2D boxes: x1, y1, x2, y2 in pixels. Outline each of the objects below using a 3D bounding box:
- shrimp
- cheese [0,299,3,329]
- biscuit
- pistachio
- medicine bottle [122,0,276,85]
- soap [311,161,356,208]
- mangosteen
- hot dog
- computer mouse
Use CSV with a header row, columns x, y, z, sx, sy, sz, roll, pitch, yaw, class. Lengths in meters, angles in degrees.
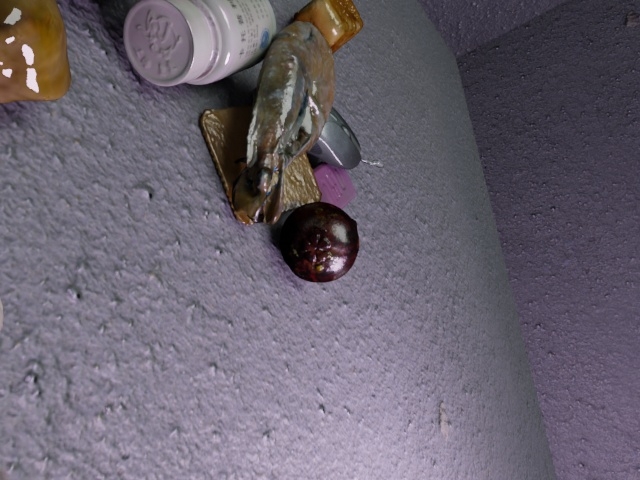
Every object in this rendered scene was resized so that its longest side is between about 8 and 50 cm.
x,y,z,sx,sy,sz,roll,pitch,yaw,class
-0.065,-0.233,1.025,0.221,0.110,0.445,48,54,-51,shrimp
-0.364,0.098,0.406,0.189,0.154,0.197,30,48,-40,cheese
-0.112,-0.163,1.041,0.232,0.013,0.236,-21,91,-41,biscuit
-0.398,-0.278,0.595,0.260,0.163,0.213,62,7,14,pistachio
-0.208,-0.376,0.934,0.170,0.170,0.293,60,31,-14,medicine bottle
0.006,-0.117,1.218,0.122,0.066,0.203,62,31,-11,soap
0.003,-0.001,1.052,0.172,0.173,0.184,63,30,-9,mangosteen
0.012,-0.599,1.445,0.150,0.153,0.256,57,30,-12,hot dog
0.015,-0.263,1.211,0.380,0.090,0.167,22,51,-28,computer mouse
